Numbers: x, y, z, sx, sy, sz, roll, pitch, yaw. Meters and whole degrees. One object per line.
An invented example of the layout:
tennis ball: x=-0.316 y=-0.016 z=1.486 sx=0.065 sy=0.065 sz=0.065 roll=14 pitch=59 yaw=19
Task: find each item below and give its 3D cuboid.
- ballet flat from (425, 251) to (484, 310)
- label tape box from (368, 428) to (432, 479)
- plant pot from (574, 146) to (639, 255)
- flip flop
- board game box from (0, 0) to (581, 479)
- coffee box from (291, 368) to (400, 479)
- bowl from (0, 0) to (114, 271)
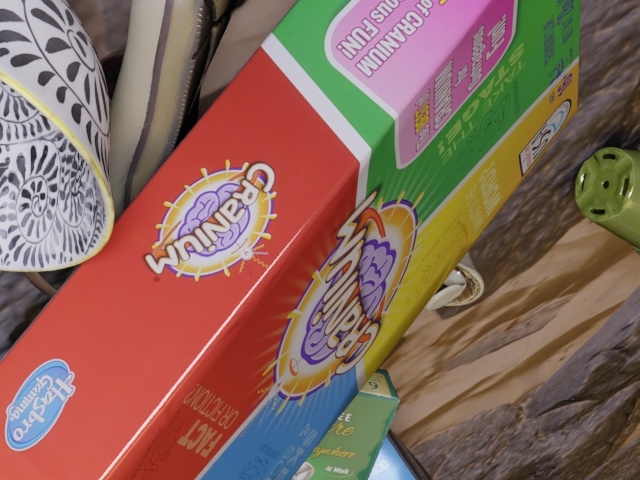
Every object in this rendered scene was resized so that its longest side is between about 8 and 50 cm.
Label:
ballet flat: x=0.042 y=0.017 z=0.839 sx=0.168 sy=0.052 sz=0.057 roll=0 pitch=137 yaw=-44
label tape box: x=-0.031 y=0.234 z=1.034 sx=0.240 sy=0.106 sz=0.334 roll=-35 pitch=151 yaw=1
plant pot: x=0.216 y=-0.030 z=0.925 sx=0.079 sy=0.083 sz=0.083 roll=15 pitch=126 yaw=-37
flip flop: x=-0.100 y=-0.036 z=0.589 sx=0.080 sy=0.112 sz=0.277 roll=19 pitch=134 yaw=-6
board game box: x=0.000 y=0.000 z=0.622 sx=0.316 sy=0.064 sz=0.242 roll=-52 pitch=162 yaw=-6
coffee box: x=-0.030 y=0.158 z=0.896 sx=0.113 sy=0.040 sz=0.184 roll=12 pitch=115 yaw=-15
bowl: x=-0.139 y=-0.066 z=0.483 sx=0.170 sy=0.170 sz=0.080 roll=80 pitch=26 yaw=-58
